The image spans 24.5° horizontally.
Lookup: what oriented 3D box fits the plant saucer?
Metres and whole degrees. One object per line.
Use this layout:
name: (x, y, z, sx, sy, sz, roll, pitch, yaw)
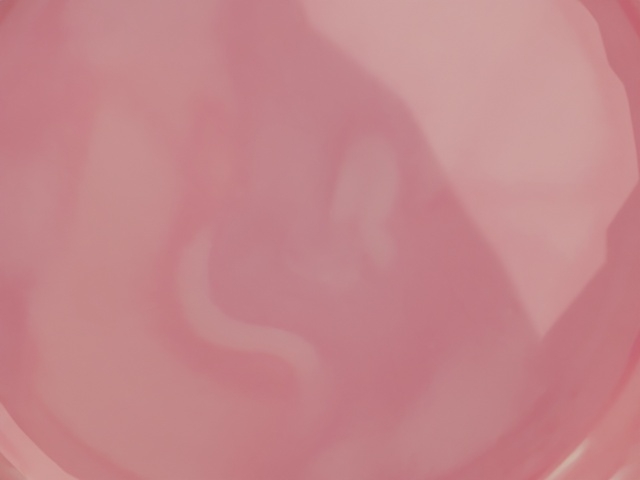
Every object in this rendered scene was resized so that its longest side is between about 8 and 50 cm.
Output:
plant saucer: (0.000, 0.000, 0.447, 0.332, 0.084, 0.332, -3, 108, -9)
